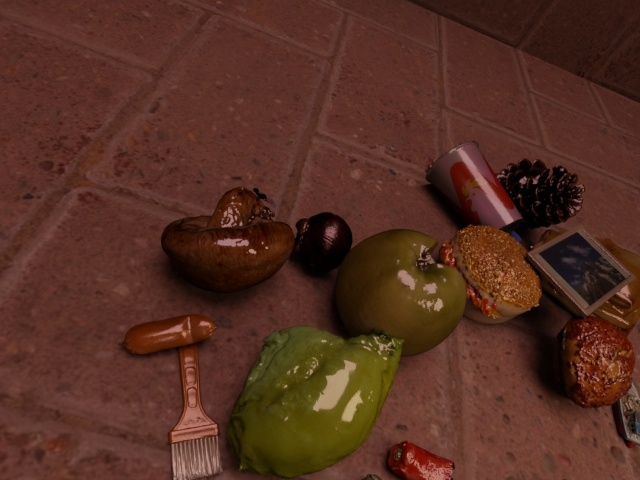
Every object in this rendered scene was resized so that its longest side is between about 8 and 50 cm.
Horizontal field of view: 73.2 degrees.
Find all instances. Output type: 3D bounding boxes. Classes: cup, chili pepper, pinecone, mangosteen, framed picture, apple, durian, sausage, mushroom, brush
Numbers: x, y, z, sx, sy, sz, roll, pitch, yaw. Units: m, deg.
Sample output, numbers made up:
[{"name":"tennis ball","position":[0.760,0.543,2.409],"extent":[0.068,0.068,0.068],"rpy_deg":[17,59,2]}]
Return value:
[{"name":"cup","position":[0.493,-0.143,1.360],"extent":[0.203,0.203,0.288],"rpy_deg":[-14,64,-31]},{"name":"chili pepper","position":[0.196,0.444,0.851],"extent":[0.123,0.073,0.070],"rpy_deg":[28,6,-3]},{"name":"pinecone","position":[0.704,-0.152,1.396],"extent":[0.247,0.292,0.246],"rpy_deg":[-2,96,-21]},{"name":"mangosteen","position":[0.000,0.000,1.062],"extent":[0.153,0.152,0.152],"rpy_deg":[12,50,-14]},{"name":"framed picture","position":[0.698,0.072,1.153],"extent":[0.281,0.019,0.208],"rpy_deg":[-22,63,-32]},{"name":"apple","position":[0.180,0.114,0.982],"extent":[0.292,0.254,0.291],"rpy_deg":[11,49,-12]},{"name":"durian","position":[-0.014,0.294,0.810],"extent":[0.256,0.204,0.339],"rpy_deg":[22,56,13]},{"name":"sausage","position":[-0.297,0.182,0.849],"extent":[0.183,0.054,0.062],"rpy_deg":[-11,85,-18]},{"name":"mushroom","position":[-0.190,0.003,0.949],"extent":[0.264,0.195,0.283],"rpy_deg":[4,37,28]},{"name":"brush","position":[-0.247,0.284,0.826],"extent":[0.090,0.017,0.314],"rpy_deg":[0,53,-23]}]

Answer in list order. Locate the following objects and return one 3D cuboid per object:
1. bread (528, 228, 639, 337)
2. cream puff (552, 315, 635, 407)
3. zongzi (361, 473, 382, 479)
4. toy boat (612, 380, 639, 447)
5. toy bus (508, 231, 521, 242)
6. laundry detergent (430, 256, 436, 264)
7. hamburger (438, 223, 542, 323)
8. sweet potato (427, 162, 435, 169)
[{"name":"bread","position":[0.836,0.098,1.314],"extent":[0.314,0.191,0.370],"rpy_deg":[-29,67,-36]},{"name":"cream puff","position":[0.678,0.302,1.066],"extent":[0.240,0.239,0.164],"rpy_deg":[-20,20,-34]},{"name":"zongzi","position":[0.136,0.489,0.807],"extent":[0.114,0.052,0.104],"rpy_deg":[12,43,-31]},{"name":"toy boat","position":[0.804,0.442,1.112],"extent":[0.069,0.058,0.172],"rpy_deg":[27,48,-1]},{"name":"toy bus","position":[0.571,0.023,1.344],"extent":[0.051,0.061,0.153],"rpy_deg":[48,47,10]},{"name":"laundry detergent","position":[0.267,0.095,1.141],"extent":[0.070,0.099,0.225],"rpy_deg":[22,36,-56]},{"name":"hamburger","position":[0.460,0.085,1.170],"extent":[0.294,0.179,0.276],"rpy_deg":[-15,60,-31]},{"name":"sweet potato","position":[0.468,-0.255,1.526],"extent":[0.203,0.058,0.055],"rpy_deg":[6,31,-17]}]
